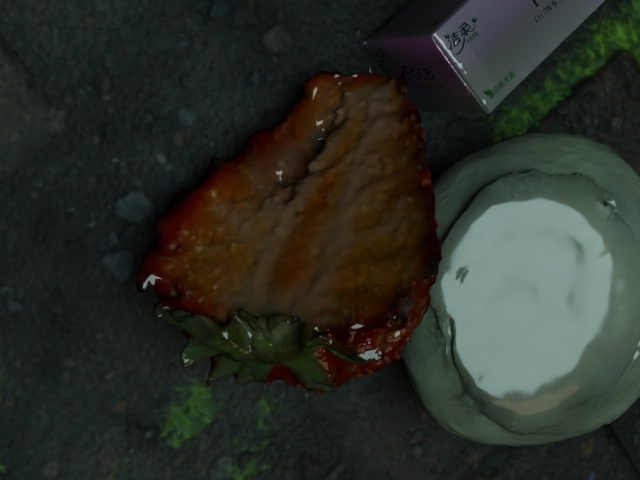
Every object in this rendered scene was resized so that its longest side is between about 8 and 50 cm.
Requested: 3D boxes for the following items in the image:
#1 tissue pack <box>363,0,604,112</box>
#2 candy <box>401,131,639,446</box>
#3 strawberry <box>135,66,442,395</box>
[{"bbox_3d":[0.177,-0.228,1.068,0.246,0.148,0.092,-44,110,-12],"label":"tissue pack"},{"bbox_3d":[0.192,0.044,1.080,0.295,0.185,0.296,-2,101,-10],"label":"candy"},{"bbox_3d":[-0.017,0.008,1.012,0.253,0.280,0.150,-11,140,11],"label":"strawberry"}]
